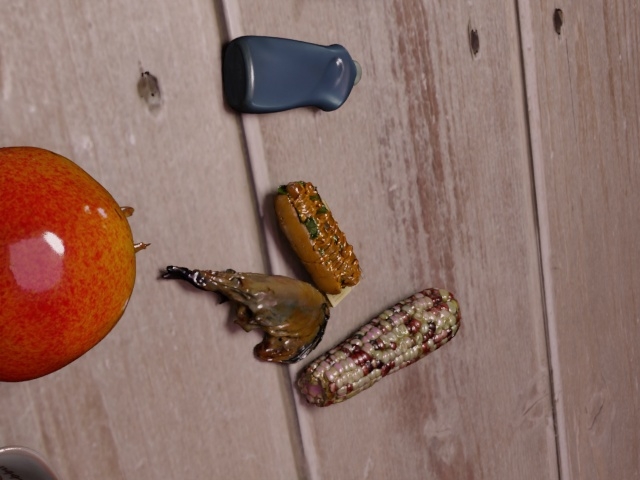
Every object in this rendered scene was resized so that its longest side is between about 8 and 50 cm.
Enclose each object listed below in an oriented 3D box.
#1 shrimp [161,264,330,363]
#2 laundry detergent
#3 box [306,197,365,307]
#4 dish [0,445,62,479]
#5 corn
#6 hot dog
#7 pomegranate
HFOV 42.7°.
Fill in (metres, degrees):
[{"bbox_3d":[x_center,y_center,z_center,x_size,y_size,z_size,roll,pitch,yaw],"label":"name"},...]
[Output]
[{"bbox_3d":[-0.087,0.097,1.048,0.262,0.066,0.117,13,88,-38],"label":"shrimp"},{"bbox_3d":[-0.026,-0.214,1.059,0.206,0.061,0.097,-10,94,-39],"label":"laundry detergent"},{"bbox_3d":[0.006,0.016,1.140,0.073,0.020,0.149,-43,120,-25],"label":"box"},{"bbox_3d":[-0.361,0.309,0.847,0.229,0.081,0.229,-8,104,-36],"label":"dish"},{"bbox_3d":[0.094,0.154,1.184,0.280,0.092,0.092,-28,112,-32],"label":"corn"},{"bbox_3d":[0.000,0.000,1.084,0.072,0.055,0.188,-47,120,-26],"label":"hot dog"},{"bbox_3d":[-0.279,0.014,0.791,0.256,0.221,0.221,-26,114,-59],"label":"pomegranate"}]
